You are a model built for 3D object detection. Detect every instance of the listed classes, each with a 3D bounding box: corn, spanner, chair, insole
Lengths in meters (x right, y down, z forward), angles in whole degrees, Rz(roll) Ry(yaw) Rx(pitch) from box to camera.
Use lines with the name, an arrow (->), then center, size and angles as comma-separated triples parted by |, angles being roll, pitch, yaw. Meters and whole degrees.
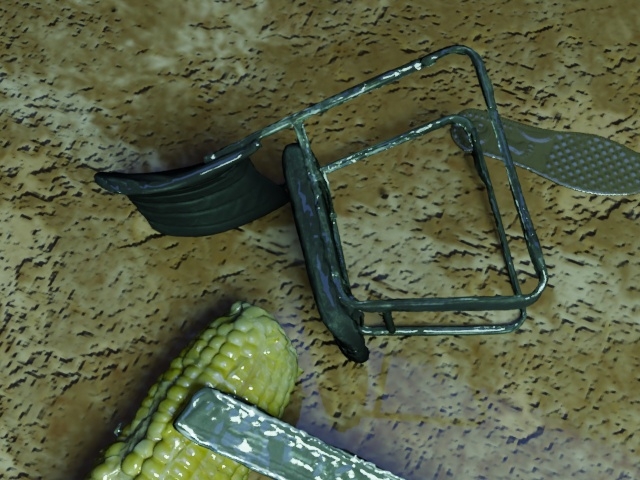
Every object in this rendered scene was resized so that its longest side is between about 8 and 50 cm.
corn -> -0.105, 0.157, 0.584 | 0.086, 0.086, 0.288 | 30, 69, 14
spanner -> 0.073, 0.158, 0.576 | 0.325, 0.026, 0.093 | 25, 72, -3
chair -> 0.000, 0.000, 0.625 | 0.221, 0.140, 0.145 | -14, 77, 3
insole -> 0.152, -0.059, 0.717 | 0.135, 0.002, 0.045 | 18, 68, 9
